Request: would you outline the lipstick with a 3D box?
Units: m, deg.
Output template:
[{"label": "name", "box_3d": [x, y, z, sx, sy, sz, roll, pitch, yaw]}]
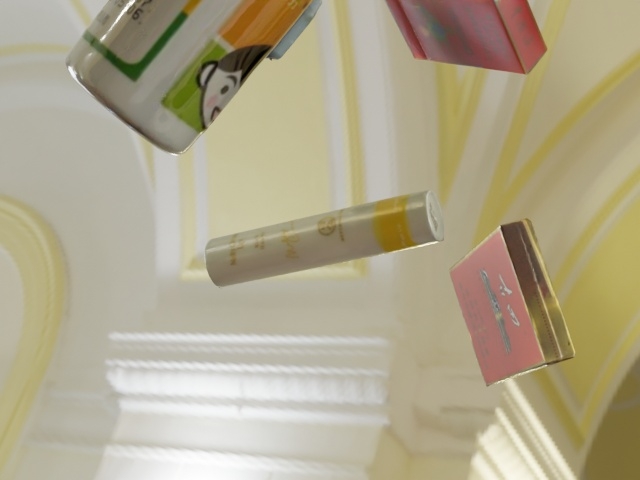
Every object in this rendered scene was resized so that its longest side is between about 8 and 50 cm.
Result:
[{"label": "lipstick", "box_3d": [0.000, 0.000, 1.210, 0.263, 0.059, 0.059, -12, -40, 21]}]

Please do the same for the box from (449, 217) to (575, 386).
[{"label": "box", "box_3d": [0.122, 0.044, 0.741, 0.023, 0.090, 0.133, -16, -10, -11]}]

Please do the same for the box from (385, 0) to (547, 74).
[{"label": "box", "box_3d": [0.161, -0.251, 1.273, 0.175, 0.048, 0.112, 19, -28, 45]}]

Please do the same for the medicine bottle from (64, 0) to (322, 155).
[{"label": "medicine bottle", "box_3d": [-0.005, -0.132, 0.453, 0.061, 0.221, 0.092, 40, 3, 17]}]
